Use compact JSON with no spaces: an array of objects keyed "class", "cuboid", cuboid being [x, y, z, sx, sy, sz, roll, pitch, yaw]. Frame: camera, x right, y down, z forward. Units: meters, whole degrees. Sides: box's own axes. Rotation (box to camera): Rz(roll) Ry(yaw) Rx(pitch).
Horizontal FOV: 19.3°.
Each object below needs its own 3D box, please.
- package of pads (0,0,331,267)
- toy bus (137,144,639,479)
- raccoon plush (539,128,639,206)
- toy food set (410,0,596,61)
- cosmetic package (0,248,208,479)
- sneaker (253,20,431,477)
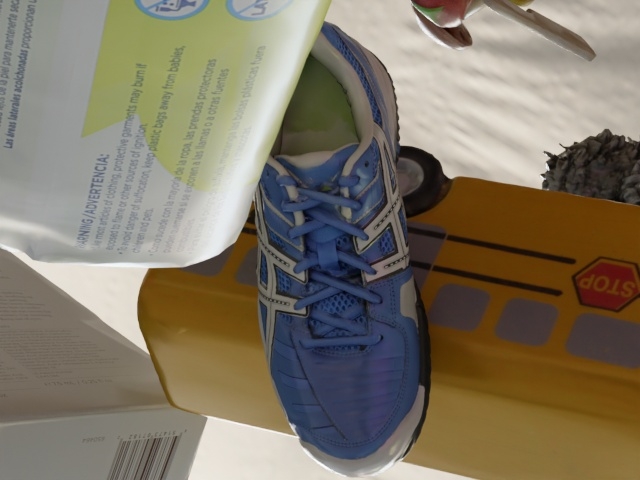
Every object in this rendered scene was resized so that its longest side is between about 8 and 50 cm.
[{"class":"package of pads","cuboid":[-0.036,-0.168,0.407,0.101,0.297,0.229,9,-31,-9]},{"class":"toy bus","cuboid":[0.089,0.044,0.925,0.332,0.130,0.108,11,-40,21]},{"class":"raccoon plush","cuboid":[0.350,-0.103,1.323,0.216,0.299,0.446,53,-50,48]},{"class":"toy food set","cuboid":[0.068,-0.182,1.210,0.128,0.071,0.218,12,39,-52]},{"class":"cosmetic package","cuboid":[-0.292,0.070,1.029,0.284,0.377,0.097,35,-68,37]},{"class":"sneaker","cuboid":[0.000,0.000,0.831,0.080,0.211,0.081,-12,-18,11]}]
